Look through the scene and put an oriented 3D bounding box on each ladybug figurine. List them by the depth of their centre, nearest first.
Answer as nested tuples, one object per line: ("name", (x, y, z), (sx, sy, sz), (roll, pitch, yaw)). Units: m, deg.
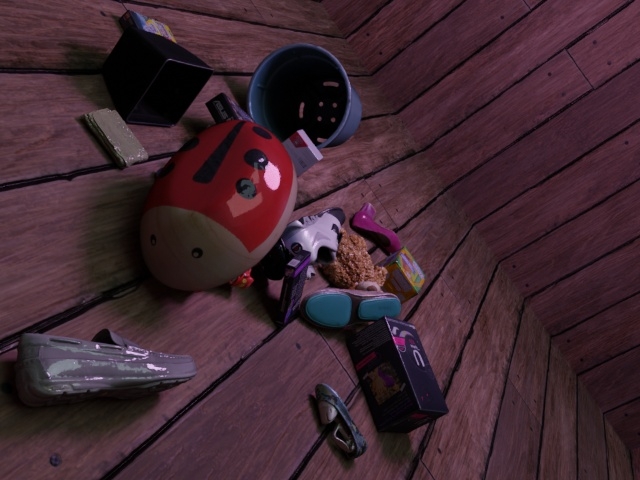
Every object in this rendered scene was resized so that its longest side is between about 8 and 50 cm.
("ladybug figurine", (-0.211, -0.103, 1.383), (0.162, 0.305, 0.449), (86, 20, -49))

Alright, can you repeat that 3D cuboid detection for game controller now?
("game controller", (-0.163, -0.054, 1.647), (0.319, 0.067, 0.166), (62, -14, 19))

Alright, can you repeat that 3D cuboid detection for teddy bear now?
("teddy bear", (0.109, 0.087, 1.998), (0.245, 0.113, 0.338), (41, 28, -24))

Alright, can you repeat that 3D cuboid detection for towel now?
("towel", (-0.452, -0.229, 1.478), (0.148, 0.027, 0.110), (52, 24, -4))

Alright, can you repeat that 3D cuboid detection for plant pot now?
("plant pot", (-0.409, -0.404, 1.614), (0.167, 0.188, 0.187), (47, 23, 15))
("plant pot", (-0.021, -0.445, 2.204), (0.341, 0.341, 0.334), (58, 17, 6))

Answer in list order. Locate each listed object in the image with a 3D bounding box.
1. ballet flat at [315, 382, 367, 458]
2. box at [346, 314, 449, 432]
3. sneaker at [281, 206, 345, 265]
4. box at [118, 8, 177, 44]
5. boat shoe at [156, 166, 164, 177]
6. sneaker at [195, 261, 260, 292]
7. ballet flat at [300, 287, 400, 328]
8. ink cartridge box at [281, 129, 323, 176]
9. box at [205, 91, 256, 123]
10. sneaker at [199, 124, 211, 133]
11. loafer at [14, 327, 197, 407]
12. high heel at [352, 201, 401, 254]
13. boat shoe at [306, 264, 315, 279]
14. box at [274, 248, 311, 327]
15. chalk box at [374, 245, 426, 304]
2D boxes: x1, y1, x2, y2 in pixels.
("ballet flat", (0.039, 0.415, 1.520), (0.188, 0.070, 0.070), (53, 24, 4))
("box", (0.205, 0.360, 1.787), (0.165, 0.143, 0.270), (21, 42, -50))
("sneaker", (0.000, 0.000, 1.900), (0.146, 0.122, 0.330), (55, 30, 5))
("box", (-0.439, -0.511, 1.834), (0.159, 0.044, 0.233), (-3, 61, -62))
("boat shoe", (-0.304, -0.101, 1.536), (0.183, 0.066, 0.066), (55, 24, 0))
("sneaker", (-0.200, 0.060, 1.484), (0.118, 0.107, 0.279), (58, 24, -6))
("ballet flat", (0.066, 0.178, 1.794), (0.315, 0.108, 0.106), (8, 6, -31))
("ink cartridge box", (-0.086, -0.246, 2.015), (0.109, 0.150, 0.063), (53, 21, -5))
("box", (-0.201, -0.274, 1.862), (0.216, 0.060, 0.270), (60, 8, 12))
("sneaker", (-0.298, -0.225, 1.686), (0.130, 0.087, 0.227), (56, 21, 7))
("loafer", (-0.329, 0.194, 1.068), (0.319, 0.112, 0.112), (14, 55, -55))
("high heel", (0.197, -0.011, 2.351), (0.244, 0.082, 0.117), (57, 50, -28))
("boat shoe", (-0.040, 0.091, 1.816), (0.035, 0.035, 0.100), (58, 18, 12))
("box", (-0.067, 0.114, 1.609), (0.029, 0.162, 0.116), (16, 21, 12))
("chalk box", (0.254, 0.117, 2.194), (0.132, 0.132, 0.213), (54, 25, -5))
